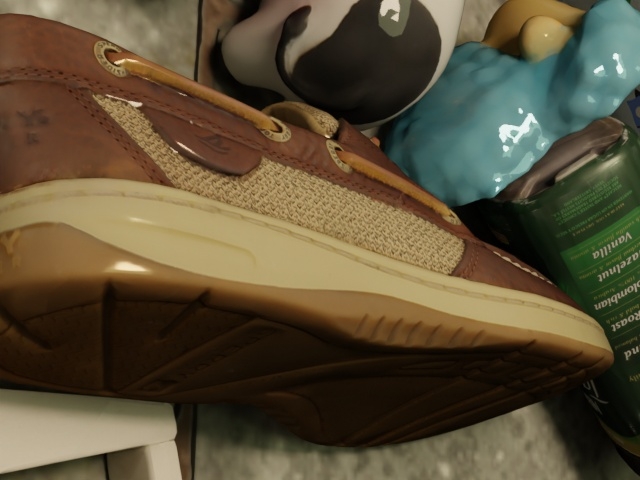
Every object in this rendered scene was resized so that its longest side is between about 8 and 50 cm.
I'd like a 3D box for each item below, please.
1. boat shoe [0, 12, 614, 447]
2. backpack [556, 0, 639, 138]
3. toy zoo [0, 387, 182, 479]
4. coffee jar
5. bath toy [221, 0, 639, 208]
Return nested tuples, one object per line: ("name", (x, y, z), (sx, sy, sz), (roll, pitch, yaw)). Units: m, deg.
("boat shoe", (0.000, 0.000, 0.544), (0.342, 0.123, 0.123), (15, 56, -47))
("backpack", (0.231, -0.167, 0.730), (0.213, 0.276, 0.263), (-5, 70, -45))
("toy zoo", (-0.116, 0.165, 0.459), (0.192, 0.030, 0.293), (-5, 82, -44))
("coffee jar", (0.150, 0.033, 0.694), (0.079, 0.096, 0.184), (-32, 105, -2))
("bath toy", (-0.009, -0.157, 0.558), (0.348, 0.129, 0.151), (39, 56, -34))
